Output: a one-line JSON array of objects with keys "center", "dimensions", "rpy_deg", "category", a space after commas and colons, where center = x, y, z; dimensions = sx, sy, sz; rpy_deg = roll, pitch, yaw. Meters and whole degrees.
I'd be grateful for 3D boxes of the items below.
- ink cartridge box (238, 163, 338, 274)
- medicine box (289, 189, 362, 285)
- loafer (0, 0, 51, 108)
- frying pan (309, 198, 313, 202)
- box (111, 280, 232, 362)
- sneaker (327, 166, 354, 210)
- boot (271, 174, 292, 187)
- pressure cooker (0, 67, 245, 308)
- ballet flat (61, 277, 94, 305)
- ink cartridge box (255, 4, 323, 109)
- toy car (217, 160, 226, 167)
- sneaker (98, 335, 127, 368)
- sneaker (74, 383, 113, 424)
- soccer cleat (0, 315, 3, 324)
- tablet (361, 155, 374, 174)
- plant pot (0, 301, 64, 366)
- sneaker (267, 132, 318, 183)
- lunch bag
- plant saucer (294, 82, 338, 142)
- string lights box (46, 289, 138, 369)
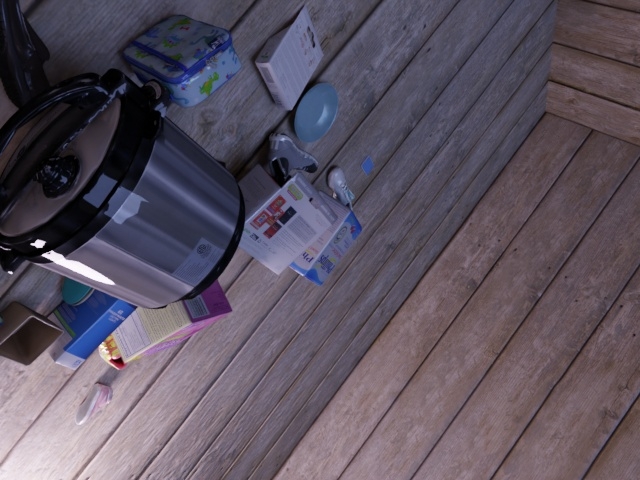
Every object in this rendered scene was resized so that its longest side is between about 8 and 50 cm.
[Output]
[{"center": [-0.128, -0.075, 1.409], "dimensions": [0.272, 0.130, 0.309], "rpy_deg": [-42, 147, 1], "category": "ink cartridge box"}, {"center": [0.000, 0.000, 1.760], "dimensions": [0.289, 0.149, 0.263], "rpy_deg": [-54, 161, -3], "category": "medicine box"}, {"center": [-0.522, -0.339, 0.816], "dimensions": [0.078, 0.080, 0.219], "rpy_deg": [-40, 153, -43], "category": "loafer"}, {"center": [-0.103, -0.073, 1.695], "dimensions": [0.326, 0.053, 0.197], "rpy_deg": [-3, 124, -51], "category": "frying pan"}, {"center": [-0.414, 0.217, 1.318], "dimensions": [0.243, 0.117, 0.214], "rpy_deg": [-30, 171, 15], "category": "box"}, {"center": [0.090, -0.192, 1.799], "dimensions": [0.080, 0.094, 0.212], "rpy_deg": [-43, 147, -18], "category": "sneaker"}, {"center": [-0.175, -0.101, 1.526], "dimensions": [0.244, 0.088, 0.176], "rpy_deg": [-34, 145, -19], "category": "boot"}, {"center": [-0.395, -0.096, 0.905], "dimensions": [0.420, 0.376, 0.369], "rpy_deg": [41, 48, -50], "category": "pressure cooker"}, {"center": [-0.547, 0.046, 1.152], "dimensions": [0.086, 0.086, 0.248], "rpy_deg": [14, 107, -58], "category": "ballet flat"}, {"center": [-0.081, -0.508, 1.311], "dimensions": [0.224, 0.056, 0.181], "rpy_deg": [-66, 154, -20], "category": "ink cartridge box"}, {"center": [-0.320, -0.183, 1.304], "dimensions": [0.122, 0.060, 0.041], "rpy_deg": [-15, 178, -26], "category": "toy car"}, {"center": [-0.582, 0.282, 1.310], "dimensions": [0.082, 0.094, 0.208], "rpy_deg": [-34, 142, -30], "category": "sneaker"}, {"center": [-0.680, 0.498, 1.425], "dimensions": [0.134, 0.051, 0.070], "rpy_deg": [-59, 145, -2], "category": "sneaker"}, {"center": [-0.793, 0.242, 0.962], "dimensions": [0.289, 0.094, 0.121], "rpy_deg": [-48, 137, -16], "category": "soccer cleat"}, {"center": [0.192, -0.306, 1.919], "dimensions": [0.054, 0.006, 0.083], "rpy_deg": [-53, 151, -4], "category": "tablet"}, {"center": [-0.688, 0.205, 1.081], "dimensions": [0.109, 0.096, 0.109], "rpy_deg": [-47, 150, -14], "category": "plant pot"}, {"center": [-0.096, -0.229, 1.473], "dimensions": [0.229, 0.086, 0.132], "rpy_deg": [30, 68, -51], "category": "sneaker"}, {"center": [-0.286, -0.371, 0.964], "dimensions": [0.176, 0.219, 0.090], "rpy_deg": [-45, 148, -17], "category": "lunch bag"}, {"center": [-0.022, -0.406, 1.486], "dimensions": [0.195, 0.037, 0.194], "rpy_deg": [-34, 144, -30], "category": "plant saucer"}, {"center": [-0.571, 0.177, 1.183], "dimensions": [0.259, 0.133, 0.076], "rpy_deg": [-47, 148, -13], "category": "string lights box"}]
